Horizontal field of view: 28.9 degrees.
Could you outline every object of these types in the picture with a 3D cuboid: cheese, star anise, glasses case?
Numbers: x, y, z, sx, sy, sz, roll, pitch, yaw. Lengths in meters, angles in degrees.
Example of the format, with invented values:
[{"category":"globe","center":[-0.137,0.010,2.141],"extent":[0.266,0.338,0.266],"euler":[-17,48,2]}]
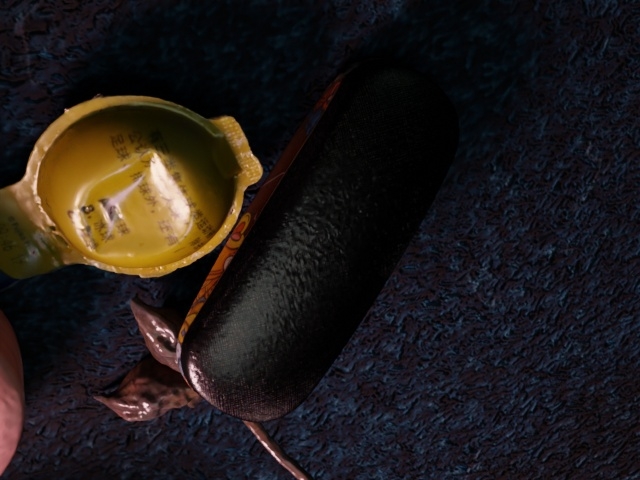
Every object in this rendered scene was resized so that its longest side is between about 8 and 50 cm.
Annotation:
[{"category":"cheese","center":[-0.179,-0.028,0.989],"extent":[0.270,0.069,0.177],"euler":[-22,126,10]},{"category":"star anise","center":[-0.080,0.176,1.068],"extent":[0.148,0.227,0.218],"euler":[-40,135,1]},{"category":"glasses case","center":[0.000,0.000,1.020],"extent":[0.122,0.082,0.321],"euler":[33,88,-26]}]

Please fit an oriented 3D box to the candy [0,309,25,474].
[{"category":"candy","center":[-0.368,0.123,1.005],"extent":[0.255,0.094,0.255],"euler":[-8,124,-12]}]
